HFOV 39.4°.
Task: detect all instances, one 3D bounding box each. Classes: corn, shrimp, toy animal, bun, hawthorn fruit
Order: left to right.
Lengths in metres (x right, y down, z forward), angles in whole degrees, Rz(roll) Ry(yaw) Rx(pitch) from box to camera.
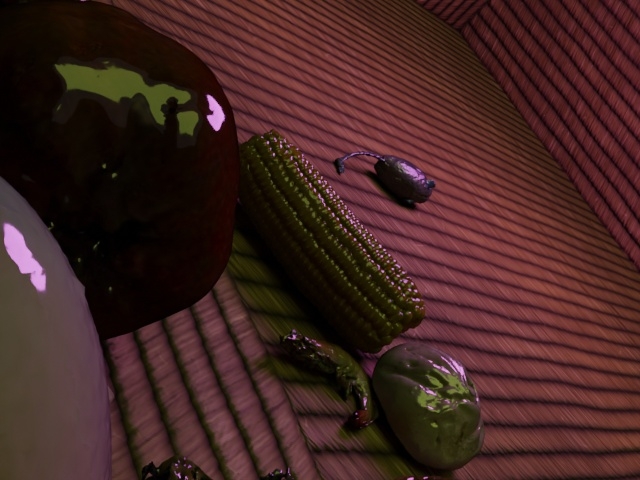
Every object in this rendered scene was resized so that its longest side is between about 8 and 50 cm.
[{"bbox_3d":[-0.214,-0.077,0.809,0.308,0.308,0.324,30,40,-32],"label":"hawthorn fruit"},{"bbox_3d":[0.000,0.000,1.224,0.344,0.131,0.131,52,25,11],"label":"corn"},{"bbox_3d":[0.014,0.174,1.100,0.178,0.034,0.124,32,29,-49],"label":"shrimp"},{"bbox_3d":[0.127,-0.132,1.708,0.253,0.070,0.079,21,19,-39],"label":"toy animal"},{"bbox_3d":[0.154,0.208,1.178,0.183,0.102,0.183,40,26,-24],"label":"bun"}]

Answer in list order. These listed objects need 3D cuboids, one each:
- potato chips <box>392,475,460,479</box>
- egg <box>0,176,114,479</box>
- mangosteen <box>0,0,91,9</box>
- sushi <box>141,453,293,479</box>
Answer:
[{"bbox_3d":[0.201,0.344,1.112,0.407,0.057,0.080,27,44,-37],"label":"potato chips"},{"bbox_3d":[-0.254,0.098,0.423,0.354,0.340,0.354,35,27,-21],"label":"egg"},{"bbox_3d":[-0.361,-0.290,1.066,0.181,0.146,0.156,32,31,-28],"label":"mangosteen"},{"bbox_3d":[-0.029,0.281,0.758,0.291,0.131,0.139,38,23,-36],"label":"sushi"}]
